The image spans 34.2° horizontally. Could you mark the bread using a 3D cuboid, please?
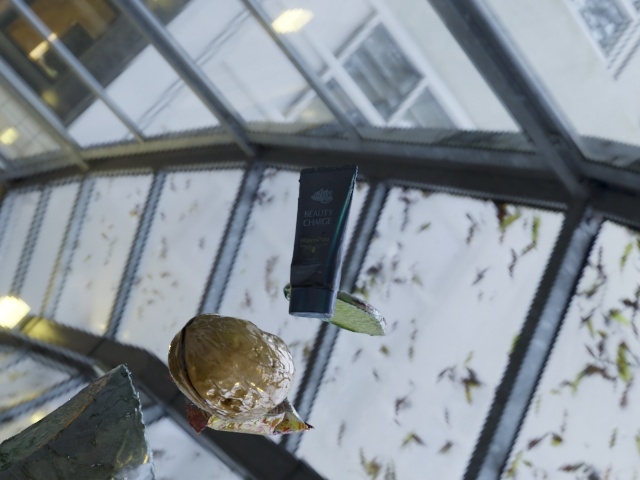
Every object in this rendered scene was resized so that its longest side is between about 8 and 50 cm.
[{"bbox_3d":[0.034,0.132,2.053,0.228,0.228,0.033,-3,-121,54],"label":"bread"}]

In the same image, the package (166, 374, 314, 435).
[{"bbox_3d":[-0.176,0.347,2.278,0.223,0.288,0.108,36,-71,57],"label":"package"}]

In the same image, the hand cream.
[{"bbox_3d":[0.000,0.000,1.809,0.120,0.061,0.271,-2,-107,35],"label":"hand cream"}]

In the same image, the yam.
[{"bbox_3d":[-0.265,0.242,1.025,0.254,0.154,0.154,-33,-157,-8],"label":"yam"}]

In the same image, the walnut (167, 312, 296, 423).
[{"bbox_3d":[-0.125,0.172,1.414,0.144,0.180,0.144,-36,-147,28],"label":"walnut"}]
